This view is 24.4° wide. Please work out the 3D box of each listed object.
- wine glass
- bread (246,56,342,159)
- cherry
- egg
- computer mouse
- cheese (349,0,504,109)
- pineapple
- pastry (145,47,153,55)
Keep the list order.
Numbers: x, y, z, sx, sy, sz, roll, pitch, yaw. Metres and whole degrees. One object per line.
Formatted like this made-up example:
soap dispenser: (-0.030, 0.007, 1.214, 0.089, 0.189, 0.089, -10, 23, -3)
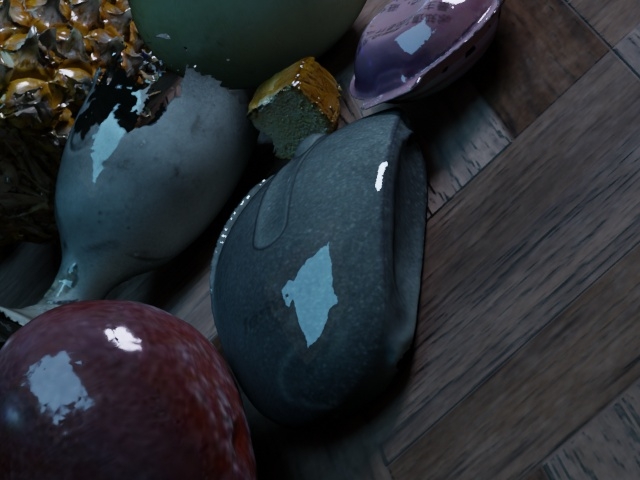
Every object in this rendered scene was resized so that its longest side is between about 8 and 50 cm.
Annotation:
wine glass: (-0.208, -0.028, 1.539, 0.190, 0.190, 0.357, 5, 65, 57)
bread: (-0.024, -0.135, 1.516, 0.083, 0.076, 0.070, -30, 23, 34)
cherry: (-0.163, 0.161, 1.188, 0.213, 0.236, 0.285, -44, 55, 13)
egg: (-0.071, -0.279, 1.604, 0.296, 0.218, 0.218, -11, 46, 32)
computer mouse: (-0.001, -0.003, 1.278, 0.203, 0.114, 0.374, -36, 30, 27)
cheese: (0.116, -0.217, 1.409, 0.189, 0.074, 0.286, -18, 29, 41)
pineapple: (-0.357, -0.167, 1.772, 0.352, 0.352, 0.300, -34, 38, 28)
pastry: (-0.208, -0.370, 1.961, 0.236, 0.170, 0.256, -48, 23, -2)
